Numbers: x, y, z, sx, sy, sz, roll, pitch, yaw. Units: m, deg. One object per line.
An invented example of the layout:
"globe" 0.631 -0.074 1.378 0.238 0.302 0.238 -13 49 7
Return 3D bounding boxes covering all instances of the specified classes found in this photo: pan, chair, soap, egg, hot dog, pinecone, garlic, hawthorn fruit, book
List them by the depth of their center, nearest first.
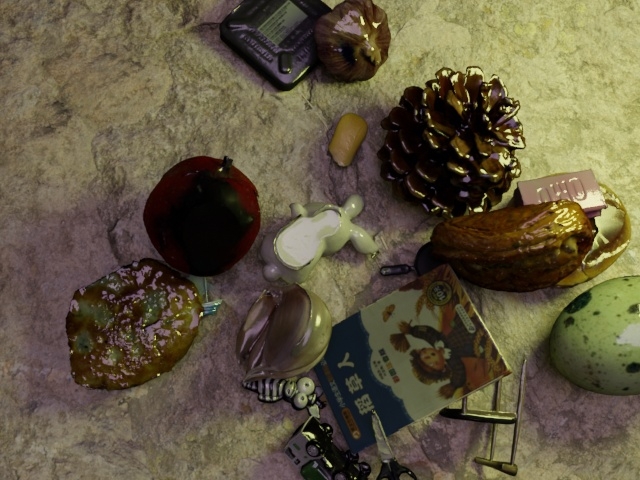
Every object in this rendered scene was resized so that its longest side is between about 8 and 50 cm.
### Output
"garlic" -0.089 0.223 1.386 0.237 0.210 0.292 6 60 8
"book" 0.196 0.284 1.395 0.428 0.039 0.300 -31 68 10
"hawthorn fruit" -0.285 -0.052 1.397 0.315 0.316 0.316 1 76 -5
"hot dog" 0.451 0.017 1.400 0.387 0.267 0.174 -11 56 37
"chair" 0.396 0.424 1.413 0.166 0.188 0.272 7 73 -3
"egg" 0.760 0.236 1.435 0.379 0.287 0.288 -10 78 -4
"soap" 0.613 -0.106 1.483 0.203 0.065 0.122 -10 64 0
"pinecone" 0.355 -0.267 1.499 0.397 0.398 0.398 1 76 -5
"pan" 0.273 0.072 1.562 0.235 0.028 0.136 -5 76 -10
"garlic" 0.102 -0.558 1.603 0.244 0.160 0.245 -13 118 -27
"soap" 0.073 -0.285 1.628 0.089 0.033 0.169 27 76 4

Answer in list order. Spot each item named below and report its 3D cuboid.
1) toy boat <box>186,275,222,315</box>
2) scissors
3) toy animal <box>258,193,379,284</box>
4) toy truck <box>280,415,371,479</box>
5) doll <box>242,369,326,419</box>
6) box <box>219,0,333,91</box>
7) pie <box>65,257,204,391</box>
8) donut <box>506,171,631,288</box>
"toy boat" -0.323 0.132 1.491 0.105 0.034 0.149 -28 81 -12
"scissors" 0.159 0.513 1.361 0.109 0.022 0.300 -18 116 -2
"toy animal" -0.006 -0.005 1.494 0.325 0.154 0.209 -12 84 -13
"toy truck" 0.020 0.550 1.385 0.242 0.101 0.125 47 114 5
"doll" -0.086 0.374 1.438 0.219 0.067 0.091 19 56 -2
"box" -0.107 -0.611 1.668 0.289 0.073 0.290 42 76 5
"pie" -0.461 0.211 1.425 0.354 0.103 0.288 -29 81 -11
"donut" 0.654 -0.018 1.565 0.329 0.160 0.330 -1 69 4
